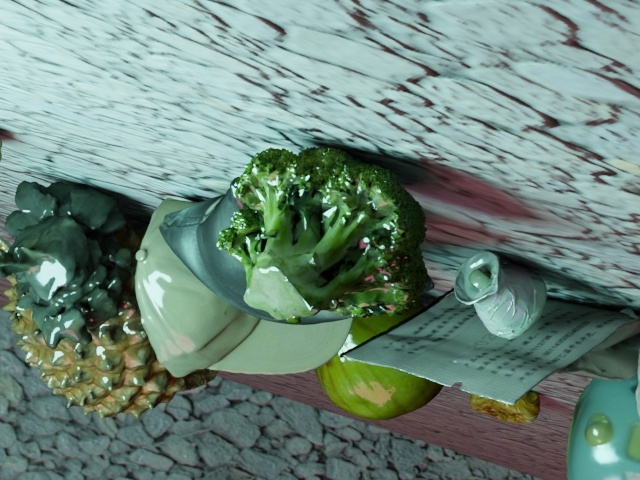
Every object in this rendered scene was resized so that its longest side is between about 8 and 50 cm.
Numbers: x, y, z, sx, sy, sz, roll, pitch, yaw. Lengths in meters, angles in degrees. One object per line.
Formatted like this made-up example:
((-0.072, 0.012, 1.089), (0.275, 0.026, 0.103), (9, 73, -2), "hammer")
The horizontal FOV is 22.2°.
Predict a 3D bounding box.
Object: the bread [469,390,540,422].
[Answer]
((0.253, 0.222, 2.257), (0.083, 0.044, 0.111), (25, 166, -24), "bread")

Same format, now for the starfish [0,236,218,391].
((-0.251, 0.102, 2.081), (0.384, 0.132, 0.398), (32, -176, 24), "starfish")

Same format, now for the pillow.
((-0.027, 0.012, 1.357), (0.186, 0.106, 0.250), (26, 167, -13), "pillow")

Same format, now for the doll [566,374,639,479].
((0.386, 0.224, 1.668), (0.161, 0.177, 0.261), (24, 172, -41), "doll")

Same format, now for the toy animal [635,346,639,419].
((0.432, 0.196, 1.388), (0.358, 0.188, 0.226), (23, 174, -35), "toy animal")

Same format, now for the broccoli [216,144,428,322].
((0.000, 0.000, 1.178), (0.162, 0.138, 0.146), (14, 130, 30), "broccoli")

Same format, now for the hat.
((-0.066, 0.038, 1.497), (0.173, 0.166, 0.144), (-3, 162, 22), "hat")

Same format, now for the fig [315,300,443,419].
((0.044, 0.098, 1.699), (0.186, 0.148, 0.142), (58, 176, -11), "fig")

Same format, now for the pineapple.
((-0.241, 0.045, 1.674), (0.223, 0.223, 0.357), (14, 161, 15), "pineapple")

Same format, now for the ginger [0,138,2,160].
((-0.350, -0.090, 1.506), (0.173, 0.051, 0.069), (4, 171, 33), "ginger")

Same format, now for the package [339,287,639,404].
((0.172, 0.085, 1.443), (0.204, 0.062, 0.251), (7, -168, 44), "package")

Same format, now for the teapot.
((0.145, 0.040, 1.381), (0.064, 0.064, 0.083), (33, -179, -34), "teapot")
